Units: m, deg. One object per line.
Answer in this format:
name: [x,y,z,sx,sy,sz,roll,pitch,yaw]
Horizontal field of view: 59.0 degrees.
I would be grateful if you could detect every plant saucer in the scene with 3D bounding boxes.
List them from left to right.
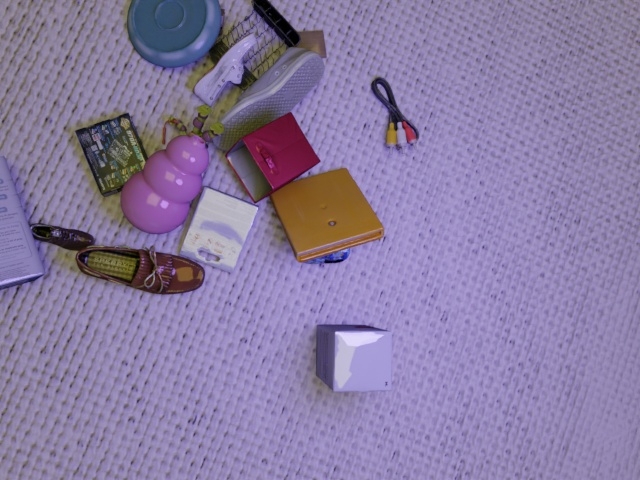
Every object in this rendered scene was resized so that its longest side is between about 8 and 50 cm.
plant saucer: [-0.477,-0.716,1.815,0.317,0.044,0.318,0,87,6]

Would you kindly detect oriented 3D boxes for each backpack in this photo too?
backpack: [0.000,0.000,1.850,0.173,0.117,0.158,-4,85,-8]

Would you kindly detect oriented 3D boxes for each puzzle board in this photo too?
puzzle board: [-0.047,-0.672,1.949,0.128,0.011,0.097,-7,88,-10]

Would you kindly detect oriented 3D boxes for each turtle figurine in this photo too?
turtle figurine: [-0.386,-0.305,1.779,0.087,0.217,0.270,-12,70,-49]

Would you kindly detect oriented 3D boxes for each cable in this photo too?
cable: [0.268,-0.436,1.956,0.139,0.072,0.287,-12,87,-16]

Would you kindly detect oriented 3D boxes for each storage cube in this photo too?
storage cube: [-0.152,-0.255,1.763,0.193,0.215,0.184,-34,95,-25]

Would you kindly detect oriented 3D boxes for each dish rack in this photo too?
dish rack: [-0.226,-0.647,1.880,0.271,0.074,0.208,-44,92,-8]

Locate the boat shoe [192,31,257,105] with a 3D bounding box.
boat shoe: [-0.288,-0.546,1.820,0.277,0.098,0.096,-40,102,21]

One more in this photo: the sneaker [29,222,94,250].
sneaker: [-0.794,-0.010,1.727,0.188,0.071,0.066,10,84,-9]

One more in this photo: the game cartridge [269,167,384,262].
game cartridge: [0.011,-0.090,1.798,0.285,0.053,0.324,-16,46,-11]

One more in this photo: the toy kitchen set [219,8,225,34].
toy kitchen set: [-0.357,-0.725,1.871,0.075,0.083,0.068,6,126,-10]

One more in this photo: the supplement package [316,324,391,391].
supplement package: [0.097,0.354,1.747,0.177,0.293,0.176,2,85,-11]

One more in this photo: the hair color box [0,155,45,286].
hair color box: [-0.966,-0.043,1.640,0.185,0.113,0.375,-19,89,-45]

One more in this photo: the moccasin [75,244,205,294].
moccasin: [-0.544,0.081,1.725,0.379,0.147,0.139,17,82,-11]

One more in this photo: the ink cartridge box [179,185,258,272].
ink cartridge box: [-0.328,-0.037,1.832,0.189,0.066,0.233,21,95,-8]

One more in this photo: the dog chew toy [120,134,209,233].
dog chew toy: [-0.452,-0.176,1.691,0.206,0.207,0.332,39,112,-5]

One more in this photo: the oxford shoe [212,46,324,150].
oxford shoe: [-0.183,-0.465,1.854,0.449,0.169,0.130,-43,57,-3]

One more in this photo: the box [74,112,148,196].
box: [-0.646,-0.271,1.786,0.175,0.051,0.220,-23,90,-11]
